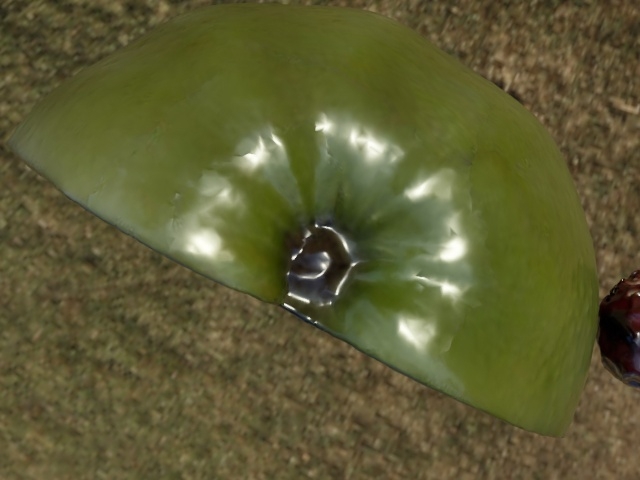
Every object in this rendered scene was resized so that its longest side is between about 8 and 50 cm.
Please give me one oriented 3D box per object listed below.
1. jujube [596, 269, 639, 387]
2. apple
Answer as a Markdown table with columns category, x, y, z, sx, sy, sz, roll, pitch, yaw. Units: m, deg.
| category | x | y | z | sx | sy | sz | roll | pitch | yaw |
| --- | --- | --- | --- | --- | --- | --- | --- | --- | --- |
| jujube | 0.256 | 0.051 | 0.855 | 0.166 | 0.104 | 0.104 | 2 | 132 | -14 |
| apple | 0.000 | 0.000 | 0.794 | 0.320 | 0.360 | 0.311 | -18 | 92 | -5 |
